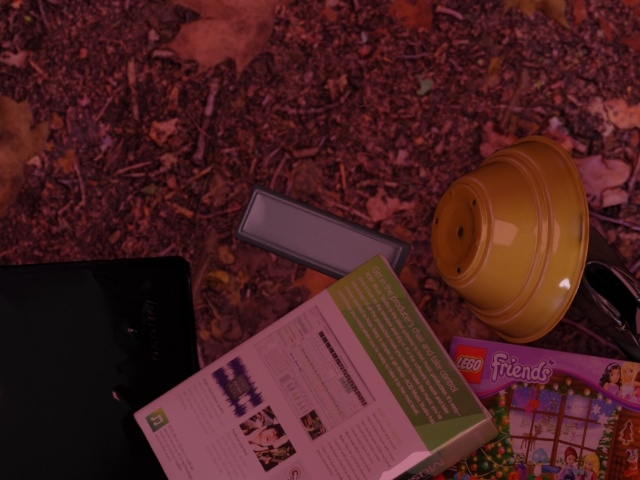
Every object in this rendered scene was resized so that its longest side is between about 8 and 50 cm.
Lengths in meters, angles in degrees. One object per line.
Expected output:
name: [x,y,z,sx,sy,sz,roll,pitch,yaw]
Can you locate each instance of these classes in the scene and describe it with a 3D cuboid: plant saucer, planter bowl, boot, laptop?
plant saucer: [0.000,0.000,1.934,0.192,0.018,0.067,22,87,11]
planter bowl: [0.175,-0.005,1.798,0.090,0.217,0.217,5,81,-28]
boot: [0.282,0.032,1.805,0.246,0.161,0.083,44,90,13]
laptop: [-0.358,0.232,1.964,0.408,0.236,0.382,-13,78,37]

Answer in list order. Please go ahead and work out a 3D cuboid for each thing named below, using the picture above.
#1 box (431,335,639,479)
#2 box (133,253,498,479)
box: [0.248,0.215,1.777,0.293,0.057,0.201,6,81,38]
box: [-0.008,0.192,1.829,0.322,0.058,0.232,-33,60,2]
